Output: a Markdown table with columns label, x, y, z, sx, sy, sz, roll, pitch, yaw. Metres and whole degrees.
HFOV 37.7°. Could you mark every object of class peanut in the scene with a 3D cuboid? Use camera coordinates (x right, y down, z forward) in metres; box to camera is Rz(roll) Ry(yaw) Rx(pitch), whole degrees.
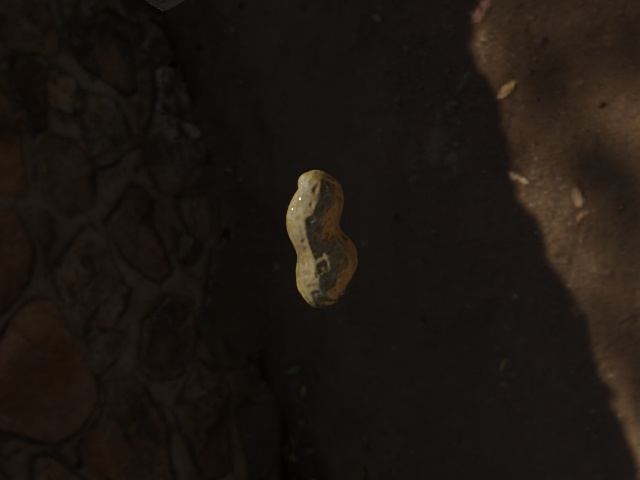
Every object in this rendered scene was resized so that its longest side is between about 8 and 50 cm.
| label | x | y | z | sx | sy | sz | roll | pitch | yaw |
| --- | --- | --- | --- | --- | --- | --- | --- | --- | --- |
| peanut | 0.002 | 0.000 | 1.253 | 0.089 | 0.089 | 0.192 | 13 | 120 | 47 |

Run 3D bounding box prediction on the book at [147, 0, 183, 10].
| label | x | y | z | sx | sy | sz | roll | pitch | yaw |
| --- | --- | --- | --- | --- | --- | --- | --- | --- | --- |
| book | -0.286 | -0.454 | 1.405 | 0.215 | 0.283 | 0.025 | -12 | 58 | 43 |
